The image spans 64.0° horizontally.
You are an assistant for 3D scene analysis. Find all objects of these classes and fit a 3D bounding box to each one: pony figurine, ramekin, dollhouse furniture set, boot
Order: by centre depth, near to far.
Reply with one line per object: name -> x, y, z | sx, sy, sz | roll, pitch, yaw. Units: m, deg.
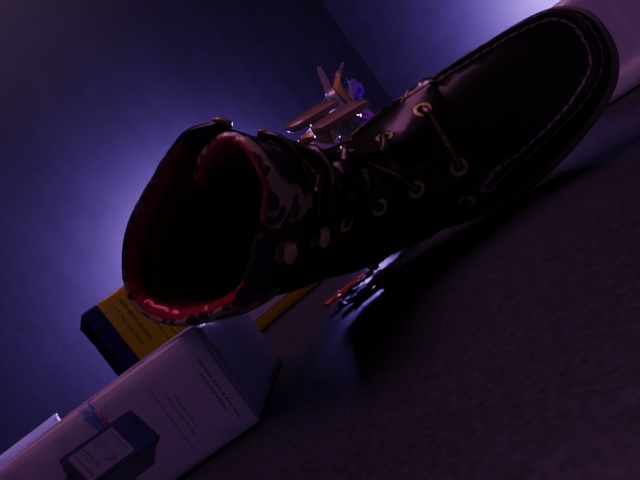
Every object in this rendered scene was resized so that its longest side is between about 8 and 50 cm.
boot -> 0.037, -0.055, 0.421 | 0.377, 0.138, 0.284 | -32, -11, 36
ramekin -> 0.358, -0.262, 0.710 | 0.277, 0.135, 0.277 | -37, 3, 2
dollhouse furniture set -> 0.044, -0.072, 0.751 | 0.161, 0.212, 0.242 | -36, 29, -21
pony figurine -> 0.057, -0.149, 1.098 | 0.363, 0.351, 0.303 | -55, -4, 10

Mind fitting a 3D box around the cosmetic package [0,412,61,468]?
cosmetic package -> -0.457, 0.365, 0.747 | 0.060, 0.098, 0.239 | -36, 2, 19

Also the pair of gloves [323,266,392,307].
pair of gloves -> 0.043, 0.056, 0.594 | 0.074, 0.010, 0.083 | -36, 5, -16

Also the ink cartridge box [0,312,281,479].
ink cartridge box -> -0.152, 0.156, 0.468 | 0.212, 0.093, 0.154 | -34, 2, 4

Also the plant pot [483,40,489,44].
plant pot -> 0.449, -0.409, 1.423 | 0.291, 0.203, 0.291 | -36, 3, 2

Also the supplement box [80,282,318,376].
supplement box -> -0.212, 0.114, 0.920 | 0.357, 0.194, 0.195 | -38, 3, -29
